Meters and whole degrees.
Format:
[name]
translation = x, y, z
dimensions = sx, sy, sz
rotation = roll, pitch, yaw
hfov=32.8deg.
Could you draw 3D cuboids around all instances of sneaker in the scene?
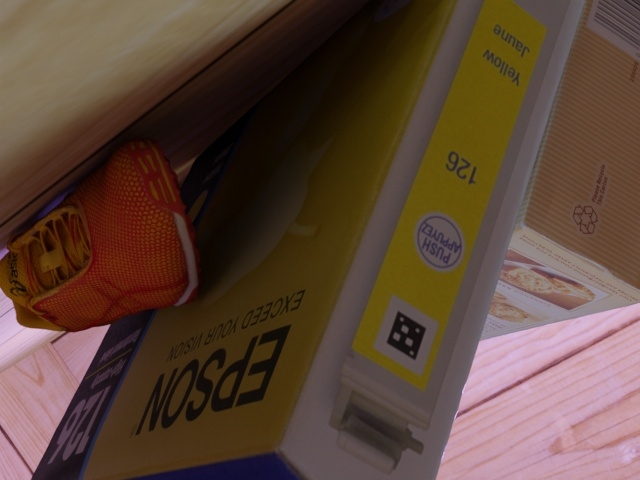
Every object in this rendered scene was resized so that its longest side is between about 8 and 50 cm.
[sneaker]
translation = -0.093, 0.009, 0.442
dimensions = 0.067, 0.064, 0.175
rotation = -16, 168, -27

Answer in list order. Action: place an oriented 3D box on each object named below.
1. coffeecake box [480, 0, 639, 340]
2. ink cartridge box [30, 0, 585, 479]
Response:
[coffeecake box]
translation = 0.080, -0.032, 0.500
dimensions = 0.185, 0.068, 0.142
rotation = -26, -140, 60
[ink cartridge box]
translation = -0.038, 0.051, 0.460
dimensions = 0.303, 0.072, 0.307
rotation = -28, -147, 57
